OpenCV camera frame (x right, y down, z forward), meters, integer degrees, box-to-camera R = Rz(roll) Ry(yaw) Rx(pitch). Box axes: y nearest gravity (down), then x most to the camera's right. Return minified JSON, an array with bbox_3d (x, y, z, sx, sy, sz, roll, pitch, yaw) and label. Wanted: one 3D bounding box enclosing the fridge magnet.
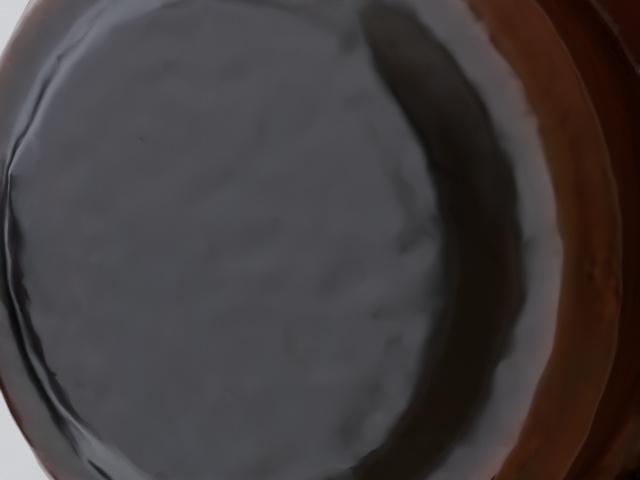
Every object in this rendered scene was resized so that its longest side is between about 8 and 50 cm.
[{"bbox_3d":[0.000,0.000,0.506,0.155,0.363,0.364,-12,-68,-61],"label":"fridge magnet"}]
